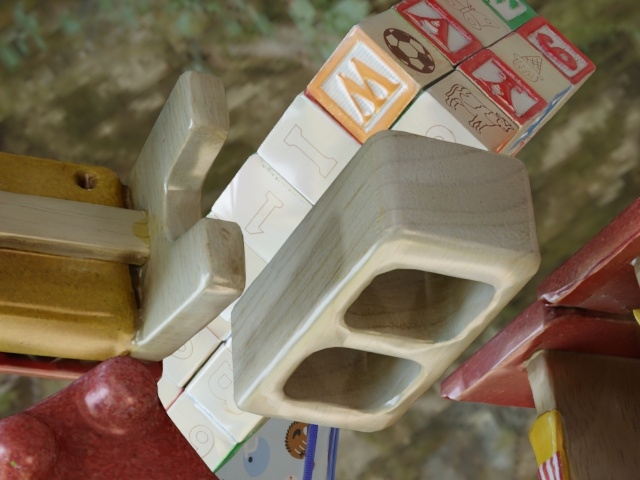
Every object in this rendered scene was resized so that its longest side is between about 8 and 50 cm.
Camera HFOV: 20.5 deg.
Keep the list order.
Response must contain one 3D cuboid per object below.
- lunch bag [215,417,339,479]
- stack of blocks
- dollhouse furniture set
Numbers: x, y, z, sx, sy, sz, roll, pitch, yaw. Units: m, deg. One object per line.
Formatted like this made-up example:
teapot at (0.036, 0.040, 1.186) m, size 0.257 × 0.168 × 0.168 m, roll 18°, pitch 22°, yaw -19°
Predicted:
lunch bag at (-0.081, 0.206, 1.578) m, size 0.243 × 0.115 × 0.303 m, roll 12°, pitch -96°, yaw -45°
stack of blocks at (0.000, 0.000, 0.951) m, size 0.087 × 0.297 × 0.171 m, roll 44°, pitch -148°, yaw 6°
dollhouse furniture set at (0.030, 0.086, 0.563) m, size 0.374 × 0.152 × 0.201 m, roll 9°, pitch -126°, yaw -24°
